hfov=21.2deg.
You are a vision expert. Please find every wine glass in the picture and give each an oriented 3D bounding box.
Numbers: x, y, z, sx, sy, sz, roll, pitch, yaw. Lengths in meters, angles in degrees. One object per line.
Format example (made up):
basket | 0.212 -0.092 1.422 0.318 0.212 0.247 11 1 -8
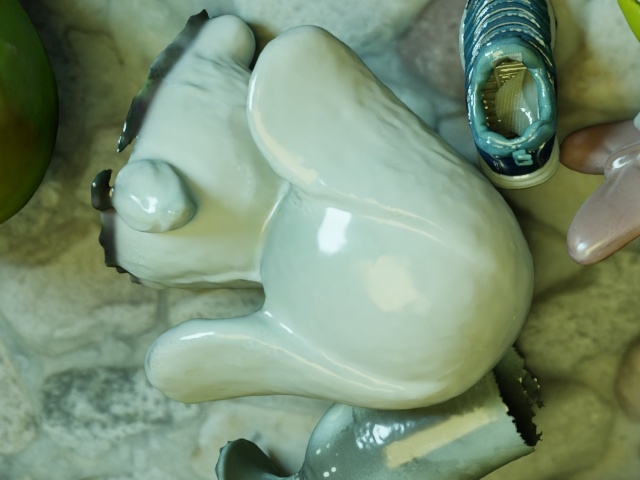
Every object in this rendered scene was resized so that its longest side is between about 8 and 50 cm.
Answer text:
wine glass | 0.042 0.146 1.167 0.222 0.103 0.103 -26 99 23

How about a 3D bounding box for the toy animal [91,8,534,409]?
toy animal | -0.010 -0.017 1.088 0.289 0.174 0.249 -1 108 17

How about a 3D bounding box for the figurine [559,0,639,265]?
figurine | 0.319 -0.129 0.978 0.421 0.154 0.193 -19 116 17

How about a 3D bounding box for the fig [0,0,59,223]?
fig | -0.271 -0.100 1.128 0.207 0.230 0.207 0 149 0

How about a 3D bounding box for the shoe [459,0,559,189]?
shoe | 0.117 -0.105 1.069 0.064 0.071 0.143 -4 79 10
